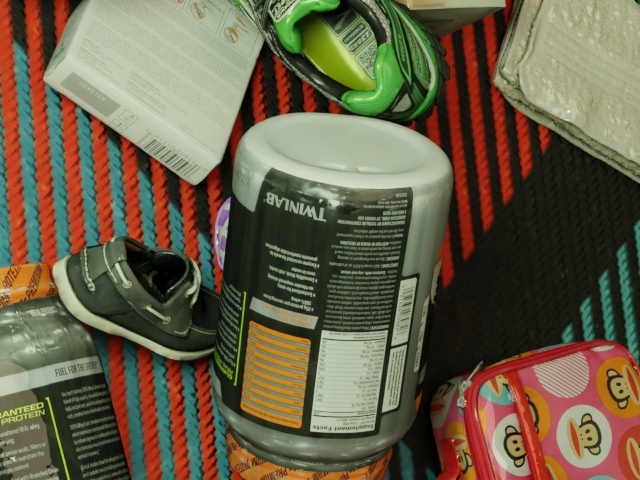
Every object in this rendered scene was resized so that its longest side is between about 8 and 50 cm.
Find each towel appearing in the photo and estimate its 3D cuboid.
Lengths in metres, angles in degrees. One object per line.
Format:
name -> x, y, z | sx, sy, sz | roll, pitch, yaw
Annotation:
towel -> 0.321, -0.183, 2.172 | 0.282, 0.049, 0.187 | 28, 67, -24

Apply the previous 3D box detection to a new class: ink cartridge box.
ink cartridge box -> -0.150, -0.188, 1.891 | 0.181, 0.056, 0.224 | 35, 44, -21

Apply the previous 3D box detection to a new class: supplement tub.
supplement tub -> 0.005, 0.060, 1.770 | 0.193, 0.193, 0.316 | -8, 118, -33
supplement tub -> -0.261, 0.200, 1.628 | 0.207, 0.207, 0.338 | -12, 86, -33

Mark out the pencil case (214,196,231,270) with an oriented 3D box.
pencil case -> 0.000, 0.000, 1.907 | 0.206, 0.088, 0.086 | 2, 78, -31

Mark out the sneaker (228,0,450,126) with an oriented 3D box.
sneaker -> -0.023, -0.246, 1.844 | 0.343, 0.134, 0.146 | 43, 14, 11

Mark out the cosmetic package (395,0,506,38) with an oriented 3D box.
cosmetic package -> 0.070, -0.354, 1.994 | 0.129, 0.153, 0.296 | -5, 81, -34

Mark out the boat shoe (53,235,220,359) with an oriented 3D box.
boat shoe -> -0.138, 0.050, 1.768 | 0.233, 0.079, 0.084 | 25, 35, -56

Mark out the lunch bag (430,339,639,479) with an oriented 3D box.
lunch bag -> 0.223, 0.257, 1.977 | 0.258, 0.120, 0.293 | -12, 84, -29
